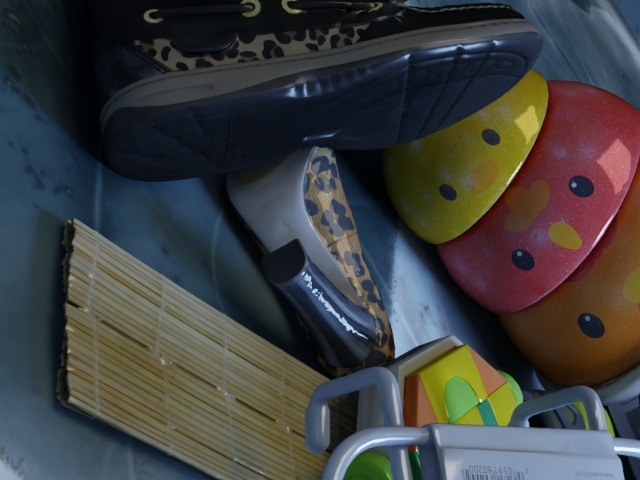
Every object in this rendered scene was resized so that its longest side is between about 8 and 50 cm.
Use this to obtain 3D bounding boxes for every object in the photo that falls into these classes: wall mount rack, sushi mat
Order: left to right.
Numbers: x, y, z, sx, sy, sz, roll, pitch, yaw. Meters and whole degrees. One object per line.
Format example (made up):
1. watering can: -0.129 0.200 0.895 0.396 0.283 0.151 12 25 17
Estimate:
1. sushi mat: -0.068 0.112 0.913 0.316 0.019 0.151 36 36 -38
2. wall mount rack: 0.112 0.244 0.851 0.350 0.130 0.304 10 65 -36

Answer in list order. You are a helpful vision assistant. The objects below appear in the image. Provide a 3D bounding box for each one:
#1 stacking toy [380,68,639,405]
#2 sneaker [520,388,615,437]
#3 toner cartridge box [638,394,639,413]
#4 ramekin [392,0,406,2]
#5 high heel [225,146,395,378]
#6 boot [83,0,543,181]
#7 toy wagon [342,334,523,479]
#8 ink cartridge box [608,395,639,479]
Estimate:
1. stacking toy: 0.180 -0.070 1.326 0.480 0.350 0.350 29 35 -15
2. sneaker: 0.223 0.269 1.199 0.121 0.111 0.299 21 41 -29
3. toner cartridge box: 0.408 0.239 1.250 0.347 0.165 0.075 -75 164 -53
4. ramekin: 0.045 -0.415 1.515 0.303 0.148 0.303 42 31 -33
5. high heel: 0.000 0.000 1.101 0.186 0.093 0.261 53 20 -41
6. boot: -0.030 -0.210 1.041 0.378 0.138 0.284 -15 64 -18
7. toy wagon: 0.135 0.252 1.026 0.267 0.068 0.344 -19 86 -59
8. ink cartridge box: 0.478 0.238 1.632 0.385 0.091 0.308 33 32 -45
